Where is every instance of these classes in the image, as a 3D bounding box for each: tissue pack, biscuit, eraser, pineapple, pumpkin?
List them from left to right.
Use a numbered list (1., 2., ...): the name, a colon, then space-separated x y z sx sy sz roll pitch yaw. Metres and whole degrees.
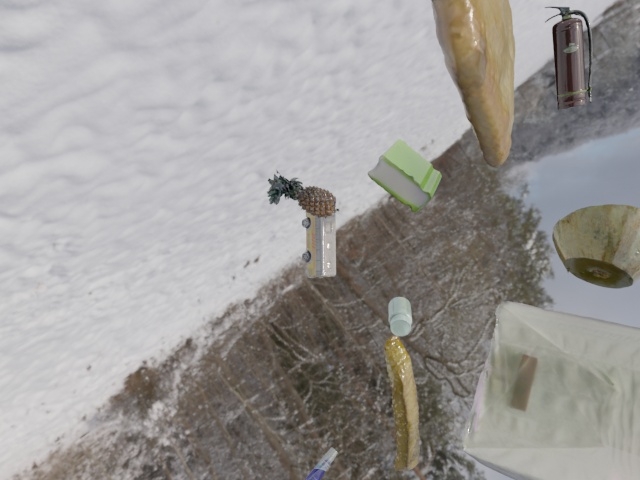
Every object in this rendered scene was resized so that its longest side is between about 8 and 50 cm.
1. pineapple: -0.046 -0.118 1.343 0.083 0.221 0.103 -11 -119 67
2. eraser: 0.283 -0.214 1.540 0.092 0.210 0.274 -51 180 30
3. biscuit: 0.325 -0.444 0.955 0.104 0.429 0.446 -2 154 30
4. pumpkin: 0.615 0.030 1.024 0.217 0.217 0.110 -33 -147 58
5. tissue pack: 0.229 0.149 0.375 0.225 0.185 0.124 46 60 -56

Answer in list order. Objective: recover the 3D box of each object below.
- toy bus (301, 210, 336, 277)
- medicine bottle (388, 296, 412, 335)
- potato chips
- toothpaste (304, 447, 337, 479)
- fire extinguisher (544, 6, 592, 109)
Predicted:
1. toy bus: 0.000 0.000 1.693 0.092 0.267 0.106 5 173 -45
2. medicine bottle: 0.162 0.154 0.967 0.047 0.047 0.083 -32 -162 21
3. potato chips: 0.197 0.411 1.128 0.057 0.406 0.080 -20 -155 -26
4. toothpaste: -0.002 0.375 0.771 0.083 0.024 0.015 -44 -168 -26
5. fire extinguisher: 0.390 -0.288 0.743 0.064 0.158 0.043 -6 -162 21
